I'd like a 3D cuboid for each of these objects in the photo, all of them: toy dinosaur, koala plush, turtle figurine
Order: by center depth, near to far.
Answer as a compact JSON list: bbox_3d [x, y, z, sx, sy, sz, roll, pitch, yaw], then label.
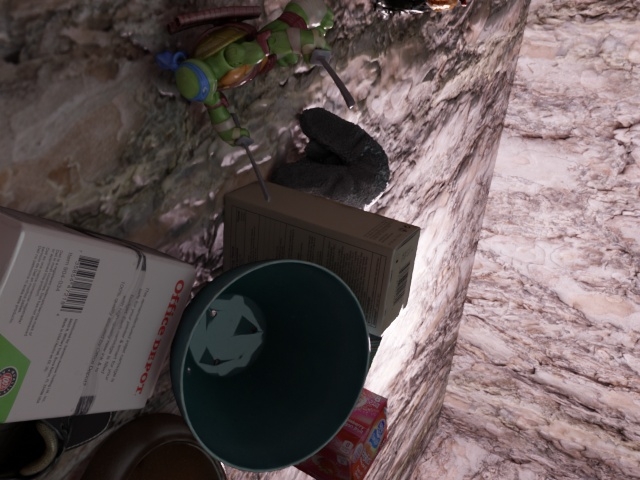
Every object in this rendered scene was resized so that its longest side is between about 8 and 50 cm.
[{"bbox_3d":[-0.060,-0.214,0.793,0.198,0.274,0.266,105,12,-46],"label":"turtle figurine"},{"bbox_3d":[0.040,-0.111,1.125,0.196,0.203,0.221,-65,166,-13],"label":"koala plush"},{"bbox_3d":[0.216,-0.520,1.138,0.322,0.218,0.164,-5,112,-63],"label":"toy dinosaur"}]

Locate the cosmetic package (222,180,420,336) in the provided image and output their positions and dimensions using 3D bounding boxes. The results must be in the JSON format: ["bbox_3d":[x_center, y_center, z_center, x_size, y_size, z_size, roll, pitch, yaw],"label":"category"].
[{"bbox_3d":[-0.007,0.020,0.952,0.113,0.309,0.160,-33,136,-52],"label":"cosmetic package"}]

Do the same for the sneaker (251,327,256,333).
[{"bbox_3d":[-0.109,0.195,1.160,0.047,0.057,0.119,-44,142,-41],"label":"sneaker"}]

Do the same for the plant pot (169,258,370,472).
[{"bbox_3d":[-0.101,0.162,0.857,0.290,0.195,0.290,-4,97,-33],"label":"plant pot"}]

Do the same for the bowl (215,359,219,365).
[{"bbox_3d":[-0.146,0.241,1.087,0.170,0.080,0.170,-42,142,-44],"label":"bowl"}]

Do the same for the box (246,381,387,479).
[{"bbox_3d":[-0.026,0.295,0.970,0.128,0.257,0.123,-46,143,-40],"label":"box"}]

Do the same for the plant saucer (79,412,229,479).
[{"bbox_3d":[-0.238,0.427,0.894,0.310,0.050,0.311,30,52,-49],"label":"plant saucer"}]

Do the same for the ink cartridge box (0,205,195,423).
[{"bbox_3d":[-0.290,0.086,0.652,0.273,0.114,0.198,27,83,-64],"label":"ink cartridge box"}]

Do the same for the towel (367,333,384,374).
[{"bbox_3d":[-0.003,0.336,1.322,0.271,0.040,0.370,6,111,-39],"label":"towel"}]

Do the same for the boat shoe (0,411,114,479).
[{"bbox_3d":[-0.343,0.232,0.671,0.285,0.092,0.103,24,85,-65],"label":"boat shoe"}]
